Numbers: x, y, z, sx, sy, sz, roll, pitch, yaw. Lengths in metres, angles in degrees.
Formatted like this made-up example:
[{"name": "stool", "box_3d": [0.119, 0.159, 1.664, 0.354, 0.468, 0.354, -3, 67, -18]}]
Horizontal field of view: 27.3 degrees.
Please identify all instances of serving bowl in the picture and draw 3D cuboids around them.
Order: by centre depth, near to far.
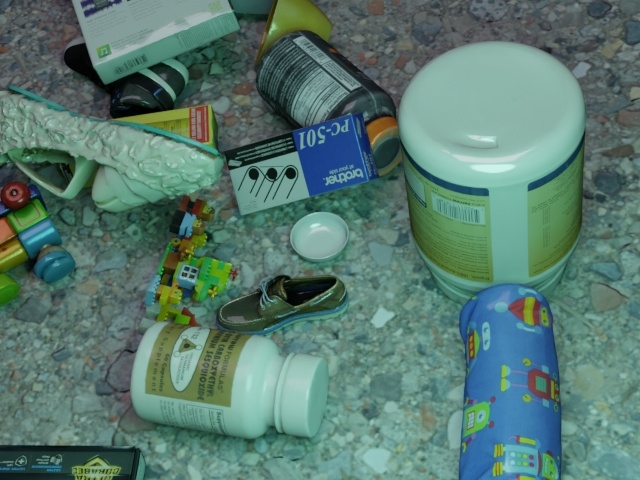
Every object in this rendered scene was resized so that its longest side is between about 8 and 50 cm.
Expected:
[{"name": "serving bowl", "box_3d": [0.000, 0.000, 1.854, 0.083, 0.027, 0.083, -4, 53, 5]}]

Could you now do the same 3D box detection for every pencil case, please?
[{"name": "pencil case", "box_3d": [0.225, 0.201, 1.604, 0.133, 0.119, 0.306, -33, 40, 39]}]

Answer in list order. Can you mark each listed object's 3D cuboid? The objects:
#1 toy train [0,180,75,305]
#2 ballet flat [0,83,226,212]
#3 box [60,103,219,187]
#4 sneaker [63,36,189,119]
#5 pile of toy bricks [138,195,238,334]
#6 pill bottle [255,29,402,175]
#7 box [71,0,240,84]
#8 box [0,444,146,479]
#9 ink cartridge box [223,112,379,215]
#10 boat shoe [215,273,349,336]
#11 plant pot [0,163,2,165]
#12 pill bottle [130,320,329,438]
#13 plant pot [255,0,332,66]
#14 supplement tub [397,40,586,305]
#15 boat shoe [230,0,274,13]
[{"name": "toy train", "box_3d": [-0.481, 0.036, 1.869, 0.248, 0.105, 0.143, -31, 67, -14]}, {"name": "ballet flat", "box_3d": [-0.312, -0.111, 1.866, 0.408, 0.147, 0.147, 18, 57, 30]}, {"name": "box", "box_3d": [-0.271, -0.141, 1.987, 0.232, 0.058, 0.087, -7, 52, 4]}, {"name": "sneaker", "box_3d": [-0.326, -0.247, 2.065, 0.216, 0.079, 0.121, 13, 55, 18]}, {"name": "pile of toy bricks", "box_3d": [-0.166, 0.041, 1.803, 0.105, 0.118, 0.212, 16, 45, -1]}, {"name": "pill bottle", "box_3d": [0.023, -0.195, 1.937, 0.130, 0.130, 0.245, -34, 55, -17]}, {"name": "box", "box_3d": [-0.283, -0.419, 2.081, 0.232, 0.058, 0.322, -22, 62, 0]}, {"name": "box", "box_3d": [-0.337, 0.341, 1.632, 0.220, 0.051, 0.175, 0, 53, 9]}, {"name": "ink cartridge box", "box_3d": [-0.028, -0.107, 1.856, 0.207, 0.046, 0.097, -15, 92, 24]}, {"name": "boat shoe", "box_3d": [-0.055, 0.078, 1.778, 0.183, 0.066, 0.066, -14, 51, -2]}, {"name": "plant pot", "box_3d": [-0.528, -0.160, 2.036, 0.081, 0.081, 0.083, -40, 45, -20]}, {"name": "pill bottle", "box_3d": [-0.112, 0.181, 1.668, 0.229, 0.131, 0.131, 7, 54, 14]}, {"name": "plant pot", "box_3d": [-0.037, -0.322, 2.059, 0.095, 0.134, 0.134, 18, 54, -8]}, {"name": "supplement tub", "box_3d": [0.222, -0.073, 1.690, 0.228, 0.316, 0.228, -4, 52, 6]}, {"name": "boat shoe", "box_3d": [-0.167, -0.444, 2.172, 0.306, 0.113, 0.105, 4, 45, 20]}]
